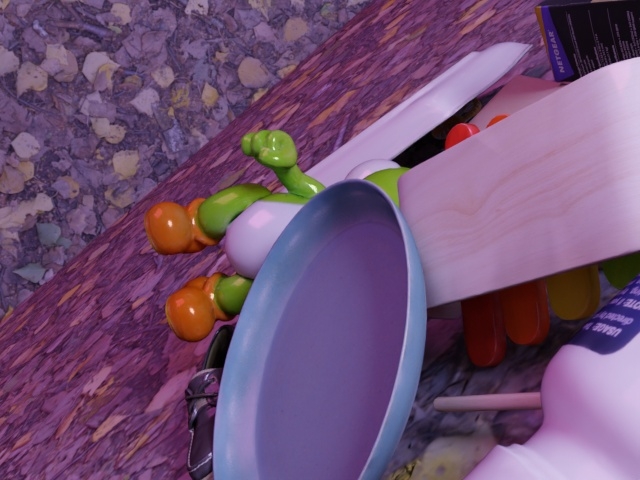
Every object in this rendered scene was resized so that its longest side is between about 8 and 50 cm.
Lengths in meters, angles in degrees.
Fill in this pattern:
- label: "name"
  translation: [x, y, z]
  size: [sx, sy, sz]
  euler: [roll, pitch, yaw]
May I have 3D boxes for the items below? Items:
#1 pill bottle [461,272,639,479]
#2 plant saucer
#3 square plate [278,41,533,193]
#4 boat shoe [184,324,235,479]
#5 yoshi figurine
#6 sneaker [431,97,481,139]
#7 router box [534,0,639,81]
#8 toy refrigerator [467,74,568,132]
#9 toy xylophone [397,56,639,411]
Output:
- label: "pill bottle"
  translation: [0.199, 0.071, 0.365]
  size: [0.265, 0.153, 0.153]
  euler: [-41, 19, -5]
- label: "plant saucer"
  translation: [-0.004, 0.104, 0.673]
  size: [0.317, 0.044, 0.317]
  euler: [-47, 33, 42]
- label: "square plate"
  translation: [0.090, -0.141, 1.072]
  size: [0.347, 0.049, 0.344]
  euler: [-33, 5, 37]
- label: "boat shoe"
  translation: [-0.111, 0.168, 0.856]
  size: [0.080, 0.073, 0.223]
  euler: [-36, 17, 21]
- label: "yoshi figurine"
  translation: [-0.009, -0.006, 0.847]
  size: [0.362, 0.203, 0.203]
  euler: [-15, 46, 15]
- label: "sneaker"
  translation: [0.190, -0.168, 1.134]
  size: [0.083, 0.032, 0.037]
  euler: [-37, 5, -6]
- label: "router box"
  translation: [0.381, -0.236, 0.689]
  size: [0.309, 0.081, 0.243]
  euler: [-35, 26, -21]
- label: "toy refrigerator"
  translation: [0.228, -0.075, 0.747]
  size: [0.102, 0.094, 0.269]
  euler: [-46, 18, 4]
- label: "toy xylophone"
  translation: [0.155, 0.007, 0.574]
  size: [0.323, 0.081, 0.236]
  euler: [-11, 77, 60]
